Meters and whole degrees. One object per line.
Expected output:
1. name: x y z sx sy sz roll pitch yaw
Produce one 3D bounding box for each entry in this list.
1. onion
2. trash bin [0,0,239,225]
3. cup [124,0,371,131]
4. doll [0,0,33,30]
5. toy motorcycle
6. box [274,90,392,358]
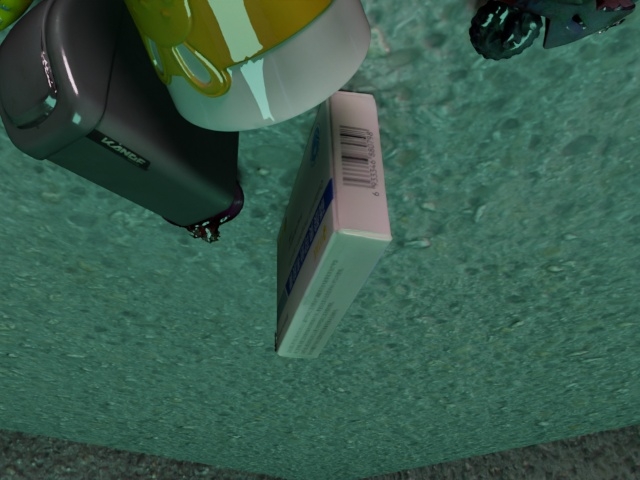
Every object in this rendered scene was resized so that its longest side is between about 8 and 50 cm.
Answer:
1. onion: -0.158 -0.046 0.792 0.115 0.104 0.115 -12 -178 0
2. trash bin: -0.188 -0.133 0.587 0.101 0.176 0.236 -21 145 28
3. cup: -0.095 -0.226 0.465 0.241 0.185 0.226 20 152 30
4. doll: -0.295 -0.249 0.508 0.113 0.071 0.135 26 148 -10
5. toy motorcycle: 0.228 -0.236 0.513 0.213 0.082 0.122 -20 154 15
6. box: 0.000 0.000 0.773 0.065 0.200 0.343 5 148 -13
